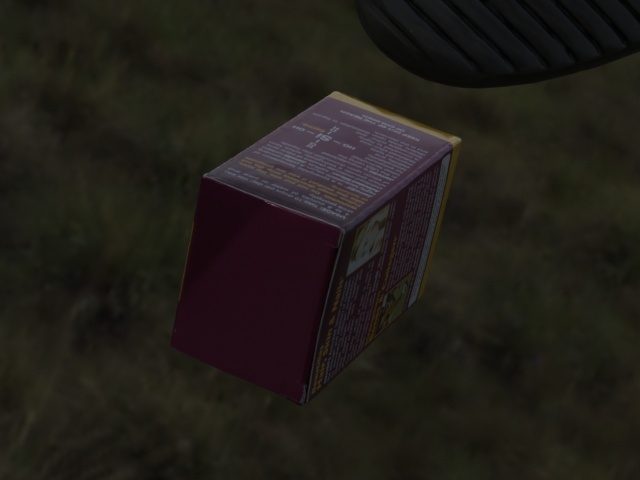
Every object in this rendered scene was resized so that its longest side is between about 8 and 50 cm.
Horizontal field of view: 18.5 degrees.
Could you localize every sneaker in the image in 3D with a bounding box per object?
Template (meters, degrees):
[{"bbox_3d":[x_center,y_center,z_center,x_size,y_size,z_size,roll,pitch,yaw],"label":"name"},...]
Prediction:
[{"bbox_3d":[0.136,-0.138,0.802,0.330,0.146,0.122,-35,79,-27],"label":"sneaker"}]

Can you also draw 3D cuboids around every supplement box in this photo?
[{"bbox_3d":[0.000,0.000,0.540,0.043,0.055,0.083,22,27,17],"label":"supplement box"}]
